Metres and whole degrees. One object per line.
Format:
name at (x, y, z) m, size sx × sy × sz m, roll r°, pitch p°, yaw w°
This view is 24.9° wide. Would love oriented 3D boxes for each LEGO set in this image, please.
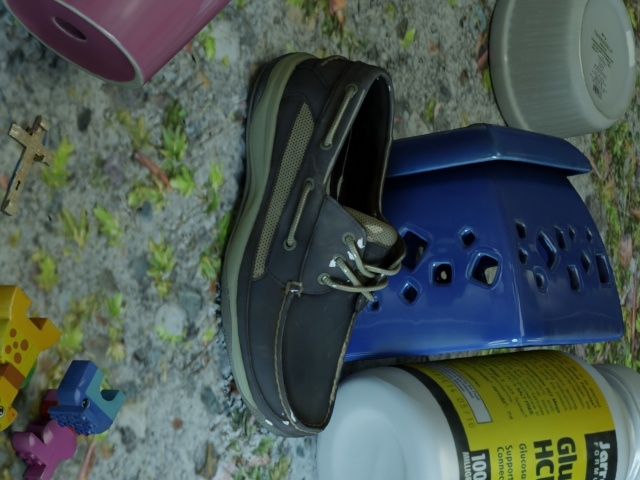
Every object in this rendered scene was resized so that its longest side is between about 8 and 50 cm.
LEGO set at (-0.222, 0.106, 1.027) m, size 0.227 × 0.087 × 0.093 m, roll 53°, pitch 48°, yaw -38°

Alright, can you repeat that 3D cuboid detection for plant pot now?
plant pot at (-0.138, -0.222, 1.083) m, size 0.201 × 0.201 × 0.180 m, roll 45°, pitch 69°, yaw -44°
plant pot at (0.142, 0.005, 1.426) m, size 0.236 × 0.236 × 0.212 m, roll 4°, pitch 80°, yaw -54°

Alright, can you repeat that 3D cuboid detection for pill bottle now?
pill bottle at (0.178, 0.204, 1.423) m, size 0.333 × 0.188 × 0.188 m, roll -3°, pitch 91°, yaw -36°

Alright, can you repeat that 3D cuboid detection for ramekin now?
ramekin at (0.300, -0.221, 1.753) m, size 0.207 × 0.109 × 0.207 m, roll 2°, pitch 87°, yaw -55°

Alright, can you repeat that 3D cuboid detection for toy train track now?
toy train track at (-0.220, -0.057, 1.097) m, size 0.048 × 0.014 × 0.083 m, roll 42°, pitch 57°, yaw -45°

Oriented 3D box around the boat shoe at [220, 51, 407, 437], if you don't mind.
boat shoe at (0.000, 0.000, 1.304) m, size 0.132 × 0.130 × 0.356 m, roll 10°, pitch 81°, yaw -54°
